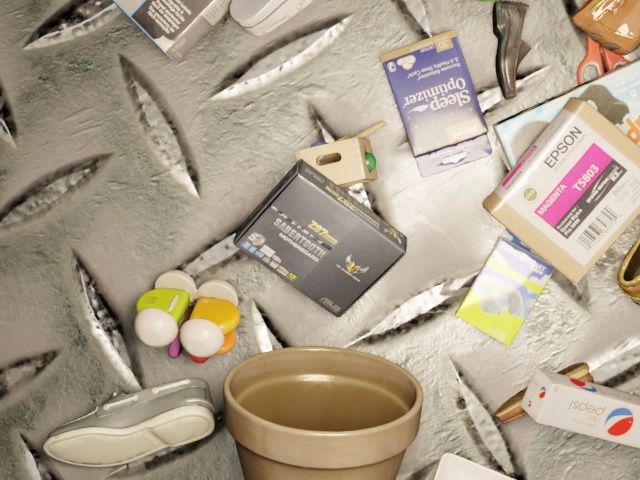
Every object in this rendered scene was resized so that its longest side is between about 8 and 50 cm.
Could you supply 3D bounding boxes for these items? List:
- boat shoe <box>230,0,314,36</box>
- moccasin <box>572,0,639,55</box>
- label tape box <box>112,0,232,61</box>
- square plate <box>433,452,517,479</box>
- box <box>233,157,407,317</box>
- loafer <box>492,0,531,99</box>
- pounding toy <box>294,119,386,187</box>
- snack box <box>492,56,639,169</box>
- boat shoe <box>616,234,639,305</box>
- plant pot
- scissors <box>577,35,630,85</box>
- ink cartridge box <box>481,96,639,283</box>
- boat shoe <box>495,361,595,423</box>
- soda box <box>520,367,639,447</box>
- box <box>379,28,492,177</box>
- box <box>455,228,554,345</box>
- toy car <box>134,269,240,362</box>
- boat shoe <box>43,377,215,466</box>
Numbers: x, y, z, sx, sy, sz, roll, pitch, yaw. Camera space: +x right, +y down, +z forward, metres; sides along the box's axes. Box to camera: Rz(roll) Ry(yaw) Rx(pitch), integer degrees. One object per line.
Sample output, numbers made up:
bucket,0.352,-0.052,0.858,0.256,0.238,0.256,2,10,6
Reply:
boat shoe,-0.037,-0.449,1.749,0.258,0.084,0.095,-32,62,12
moccasin,0.553,-0.491,1.666,0.147,0.139,0.380,35,99,-2
label tape box,-0.224,-0.522,1.753,0.348,0.115,0.249,-45,86,6
square plate,0.309,0.576,1.689,0.344,0.049,0.347,21,67,6
box,0.000,0.000,1.696,0.233,0.059,0.183,36,119,-15
loafer,0.328,-0.324,1.725,0.061,0.062,0.170,-3,92,1
pounding toy,0.042,-0.145,1.730,0.141,0.130,0.100,-12,90,14
snack box,0.473,-0.175,1.698,0.322,0.060,0.187,-25,98,5
boat shoe,0.605,-0.024,1.658,0.111,0.104,0.307,38,93,38
plant pot,0.000,0.362,1.663,0.323,0.323,0.280,4,107,6
scissors,0.461,-0.360,1.729,0.109,0.021,0.297,-20,90,8
ink cartridge box,0.411,-0.081,1.640,0.193,0.088,0.234,37,100,-7
boat shoe,0.384,0.270,1.722,0.178,0.064,0.060,-27,89,2
soda box,0.445,0.277,1.673,0.216,0.069,0.074,17,101,-17
box,0.202,-0.234,1.751,0.136,0.036,0.225,-19,90,6
box,0.320,0.077,1.738,0.109,0.042,0.178,30,94,4
toy car,-0.230,0.147,1.759,0.182,0.159,0.136,12,128,5
boat shoe,-0.336,0.319,1.798,0.319,0.116,0.099,-15,46,12
